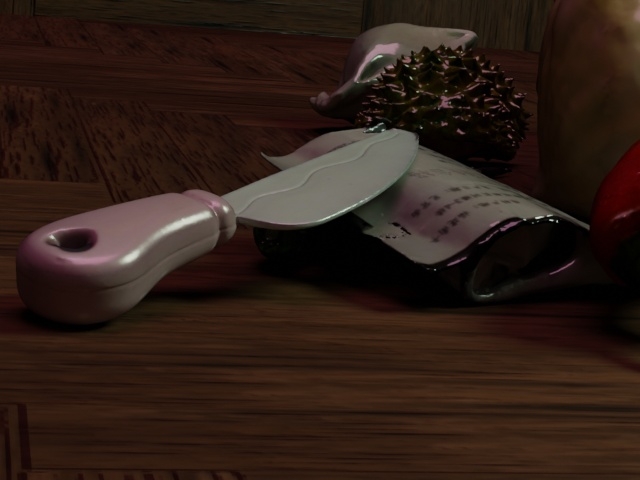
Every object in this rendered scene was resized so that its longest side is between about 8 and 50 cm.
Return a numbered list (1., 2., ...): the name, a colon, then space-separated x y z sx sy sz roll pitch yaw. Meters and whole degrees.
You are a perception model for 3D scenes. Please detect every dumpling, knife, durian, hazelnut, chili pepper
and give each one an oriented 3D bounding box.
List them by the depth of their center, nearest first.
1. knife: -0.034 -0.024 0.929 0.081 0.043 0.336 22 32 37
2. chili pepper: 0.250 -0.014 0.995 0.137 0.092 0.368 51 30 14
3. chili pepper: -0.005 0.000 1.036 0.118 0.035 0.055 9 17 -42
4. hazelnut: 0.275 -0.108 1.311 0.241 0.261 0.261 -26 6 11
5. durian: 0.128 -0.130 1.520 0.186 0.119 0.108 4 7 -10
6. dumpling: 0.075 -0.169 1.732 0.229 0.124 0.151 -16 -16 -41

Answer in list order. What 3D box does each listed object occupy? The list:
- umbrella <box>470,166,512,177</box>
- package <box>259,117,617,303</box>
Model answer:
1. umbrella: 0.146 -0.061 1.453 0.022 0.013 0.122 -14 -3 43
2. package: 0.113 -0.020 1.057 0.251 0.062 0.204 4 19 -36
